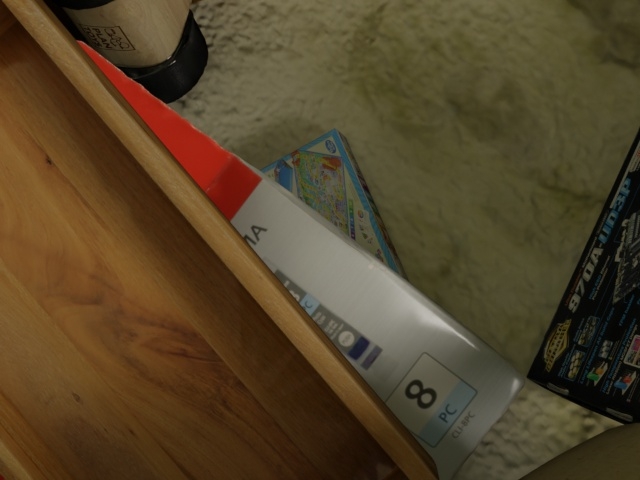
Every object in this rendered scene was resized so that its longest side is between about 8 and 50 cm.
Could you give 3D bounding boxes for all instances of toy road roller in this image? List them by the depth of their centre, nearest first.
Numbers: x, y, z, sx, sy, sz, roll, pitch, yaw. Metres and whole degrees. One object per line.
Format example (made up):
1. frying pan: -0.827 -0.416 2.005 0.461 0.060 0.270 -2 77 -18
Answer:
1. toy road roller: -0.234 -0.273 0.966 0.329 0.202 0.240 7 67 18

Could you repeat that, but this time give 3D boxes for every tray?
1. tray: -0.136 0.054 0.702 0.203 0.076 0.411 -41 89 3

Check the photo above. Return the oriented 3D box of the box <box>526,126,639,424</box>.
1. box: 0.236 0.017 0.721 0.051 0.175 0.220 26 86 -16

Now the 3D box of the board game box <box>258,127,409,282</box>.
1. board game box: 0.000 0.000 0.893 0.103 0.026 0.154 -27 69 13

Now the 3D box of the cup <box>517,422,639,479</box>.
1. cup: 0.178 0.241 0.592 0.331 0.331 0.237 19 58 24

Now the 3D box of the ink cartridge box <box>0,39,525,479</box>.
1. ink cartridge box: -0.100 0.100 0.759 0.385 0.091 0.308 37 93 -15
